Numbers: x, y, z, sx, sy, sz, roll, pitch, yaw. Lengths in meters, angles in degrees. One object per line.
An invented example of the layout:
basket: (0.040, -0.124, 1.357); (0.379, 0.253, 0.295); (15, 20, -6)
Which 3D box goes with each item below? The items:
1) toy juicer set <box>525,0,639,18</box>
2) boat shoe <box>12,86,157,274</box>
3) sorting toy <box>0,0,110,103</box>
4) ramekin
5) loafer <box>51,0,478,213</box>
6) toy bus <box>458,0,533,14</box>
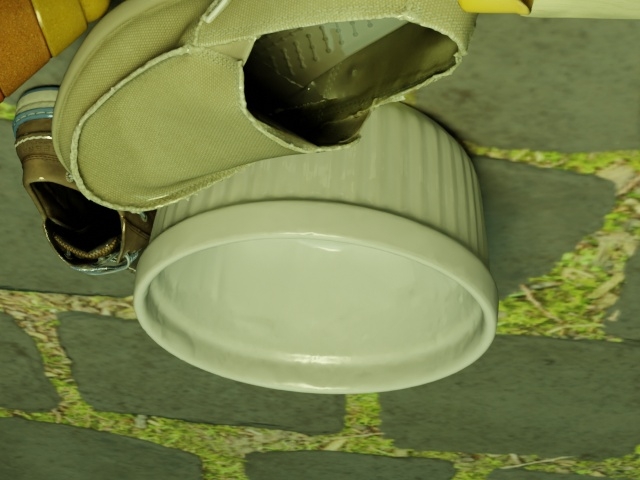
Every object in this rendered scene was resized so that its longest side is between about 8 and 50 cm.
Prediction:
toy juicer set: (0.245, -0.175, 0.534); (0.209, 0.089, 0.329); (11, 145, -38)
boat shoe: (-0.136, -0.016, 0.888); (0.066, 0.066, 0.183); (-7, 149, 20)
sorting toy: (-0.152, -0.113, 0.604); (0.126, 0.127, 0.365); (-18, 179, -7)
ramekin: (0.000, 0.000, 0.854); (0.207, 0.109, 0.207); (3, 152, 2)
loafer: (-0.033, -0.079, 0.699); (0.102, 0.092, 0.268); (29, 134, -36)
toy bus: (-0.022, -0.176, 0.484); (0.211, 0.149, 0.220); (-4, 151, 11)
